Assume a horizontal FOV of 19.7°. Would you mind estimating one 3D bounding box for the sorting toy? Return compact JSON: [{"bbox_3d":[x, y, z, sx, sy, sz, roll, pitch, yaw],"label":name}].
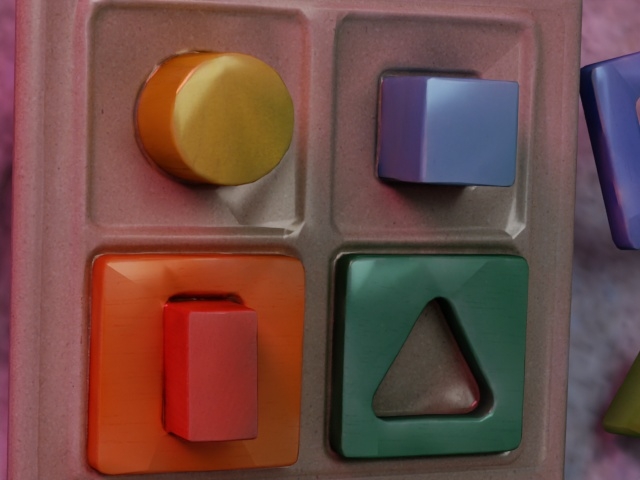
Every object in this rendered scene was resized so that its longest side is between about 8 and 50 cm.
[{"bbox_3d":[0.000,0.000,0.539,0.348,0.047,0.196,0,90,-23],"label":"sorting toy"}]
